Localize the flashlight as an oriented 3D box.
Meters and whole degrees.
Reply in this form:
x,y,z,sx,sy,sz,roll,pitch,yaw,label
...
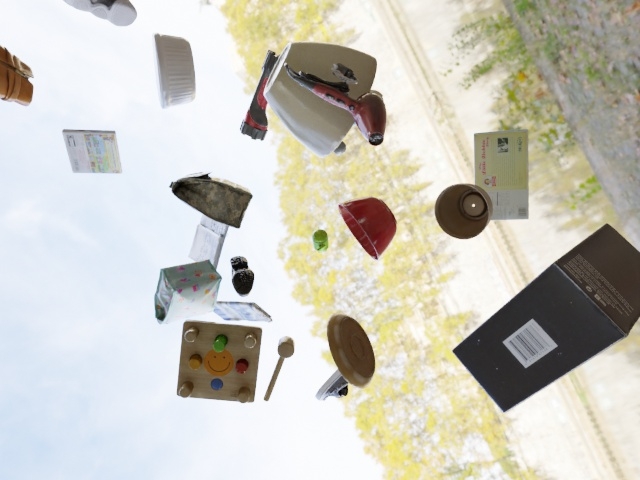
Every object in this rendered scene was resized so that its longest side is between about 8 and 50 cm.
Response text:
x,y,z,sx,sy,sz,roll,pitch,yaw,label
-0.195,-0.512,1.824,0.103,0.304,0.103,17,-154,-23,flashlight

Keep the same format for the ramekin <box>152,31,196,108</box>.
x,y,z,sx,sy,sz,roll,pitch,yaw,label
-0.540,-0.626,1.882,0.273,0.127,0.273,172,90,-72,ramekin

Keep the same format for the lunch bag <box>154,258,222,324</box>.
x,y,z,sx,sy,sz,roll,pitch,yaw,label
-0.537,0.220,2.038,0.223,0.262,0.160,-12,-130,-38,lunch bag

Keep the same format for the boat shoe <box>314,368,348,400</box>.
x,y,z,sx,sy,sz,roll,pitch,yaw,label
0.059,0.459,1.610,0.076,0.228,0.080,45,-143,15,boat shoe

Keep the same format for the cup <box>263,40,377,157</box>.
x,y,z,sx,sy,sz,roll,pitch,yaw,label
-0.023,-0.444,1.487,0.237,0.331,0.331,26,-148,-19,cup

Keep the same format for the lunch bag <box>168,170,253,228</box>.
x,y,z,sx,sy,sz,roll,pitch,yaw,label
-0.413,-0.173,1.912,0.287,0.169,0.235,21,-176,-13,lunch bag

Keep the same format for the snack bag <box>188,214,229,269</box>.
x,y,z,sx,sy,sz,roll,pitch,yaw,label
-0.520,-0.045,2.414,0.037,0.342,0.323,15,-176,-36,snack bag

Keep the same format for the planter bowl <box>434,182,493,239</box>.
x,y,z,sx,sy,sz,roll,pitch,yaw,label
0.426,-0.092,1.468,0.109,0.162,0.162,-22,-94,-49,planter bowl

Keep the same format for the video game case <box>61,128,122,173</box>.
x,y,z,sx,sy,sz,roll,pitch,yaw,label
-0.970,-0.377,2.177,0.227,0.206,0.026,103,161,-47,video game case

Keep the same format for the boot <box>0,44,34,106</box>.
x,y,z,sx,sy,sz,roll,pitch,yaw,label
-0.846,-0.497,1.305,0.220,0.109,0.283,13,-118,-58,boot

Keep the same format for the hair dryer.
x,y,z,sx,sy,sz,roll,pitch,yaw,label
0.057,-0.319,1.209,0.224,0.080,0.293,-20,-123,-40,hair dryer

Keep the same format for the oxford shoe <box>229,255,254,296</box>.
x,y,z,sx,sy,sz,roll,pitch,yaw,label
-0.279,0.147,1.831,0.227,0.083,0.096,-114,22,-61,oxford shoe

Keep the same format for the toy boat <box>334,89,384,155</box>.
x,y,z,sx,sy,sz,roll,pitch,yaw,label
0.138,-0.520,2.243,0.148,0.318,0.267,50,162,-17,toy boat

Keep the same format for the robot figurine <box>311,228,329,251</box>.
x,y,z,sx,sy,sz,roll,pitch,yaw,label
0.000,0.000,2.089,0.115,0.067,0.101,82,174,-48,robot figurine

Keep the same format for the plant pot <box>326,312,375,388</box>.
x,y,z,sx,sy,sz,roll,pitch,yaw,label
0.100,0.318,1.505,0.236,0.032,0.236,44,-150,-35,plant pot

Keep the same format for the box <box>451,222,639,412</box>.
x,y,z,sx,sy,sz,roll,pitch,yaw,label
0.518,0.167,1.119,0.312,0.343,0.179,-19,-118,-42,box

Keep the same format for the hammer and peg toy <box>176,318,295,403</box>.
x,y,z,sx,sy,sz,roll,pitch,yaw,label
-0.269,0.399,1.627,0.127,0.361,0.266,-116,34,-82,hammer and peg toy

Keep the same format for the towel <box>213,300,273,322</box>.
x,y,z,sx,sy,sz,roll,pitch,yaw,label
-0.386,0.335,2.395,0.209,0.285,0.034,55,-140,-53,towel

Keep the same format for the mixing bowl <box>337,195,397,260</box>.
x,y,z,sx,sy,sz,roll,pitch,yaw,label
0.134,-0.048,1.319,0.181,0.098,0.181,54,175,7,mixing bowl

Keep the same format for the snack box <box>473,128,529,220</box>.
x,y,z,sx,sy,sz,roll,pitch,yaw,label
0.654,-0.233,1.848,0.060,0.187,0.322,-17,-74,-73,snack box

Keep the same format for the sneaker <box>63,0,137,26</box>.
x,y,z,sx,sy,sz,roll,pitch,yaw,label
-0.673,-0.740,1.484,0.268,0.101,0.153,12,-134,-57,sneaker
